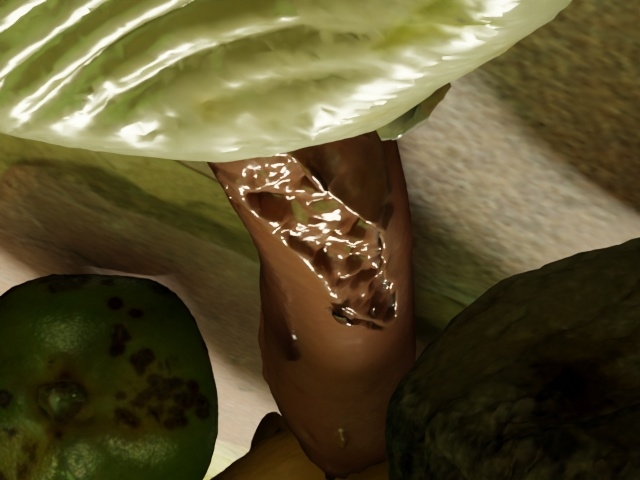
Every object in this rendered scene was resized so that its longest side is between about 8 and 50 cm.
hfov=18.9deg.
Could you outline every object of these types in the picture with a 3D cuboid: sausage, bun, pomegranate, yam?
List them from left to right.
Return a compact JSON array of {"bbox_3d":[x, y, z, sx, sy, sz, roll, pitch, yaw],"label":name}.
[{"bbox_3d":[-0.123,0.089,0.915,0.122,0.143,0.169,-10,176,-19],"label":"pomegranate"},{"bbox_3d":[-0.050,-0.123,0.420,0.259,0.160,0.259,3,158,1],"label":"bun"},{"bbox_3d":[0.000,0.001,0.722,0.078,0.078,0.304,14,152,15],"label":"sausage"},{"bbox_3d":[0.143,0.152,0.684,0.195,0.195,0.300,4,125,33],"label":"yam"}]

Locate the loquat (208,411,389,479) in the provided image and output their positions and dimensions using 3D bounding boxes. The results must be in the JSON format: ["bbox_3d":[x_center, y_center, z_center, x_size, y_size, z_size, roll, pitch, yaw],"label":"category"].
[{"bbox_3d":[0.025,0.185,0.912,0.244,0.244,0.244,17,155,8],"label":"loquat"}]
